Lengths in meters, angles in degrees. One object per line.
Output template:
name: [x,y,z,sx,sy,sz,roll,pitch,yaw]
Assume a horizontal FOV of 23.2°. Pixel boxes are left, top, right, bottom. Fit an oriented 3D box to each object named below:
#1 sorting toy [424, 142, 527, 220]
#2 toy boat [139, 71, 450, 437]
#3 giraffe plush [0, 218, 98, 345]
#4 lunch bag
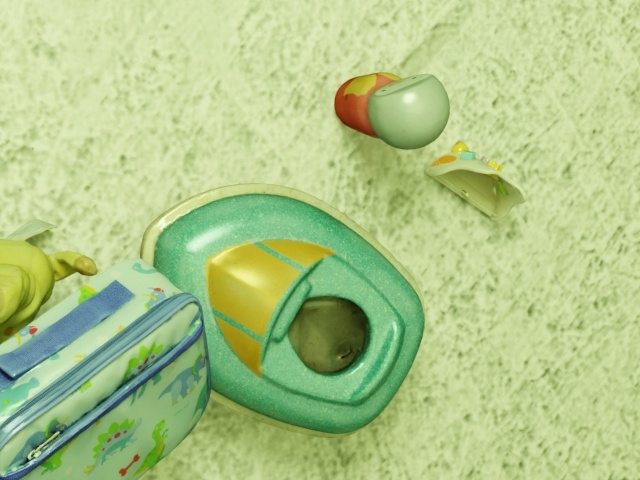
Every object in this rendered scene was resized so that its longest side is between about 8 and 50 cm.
sorting toy: [0.149,-0.053,1.388,0.083,0.075,0.044,33,85,-23]
toy boat: [0.000,0.000,1.296,0.268,0.148,0.318,27,87,-23]
giraffe plush: [-0.282,0.083,1.208,0.210,0.181,0.170,-14,118,-56]
lunch bag: [-0.181,0.125,1.165,0.219,0.090,0.176,-37,147,-33]
